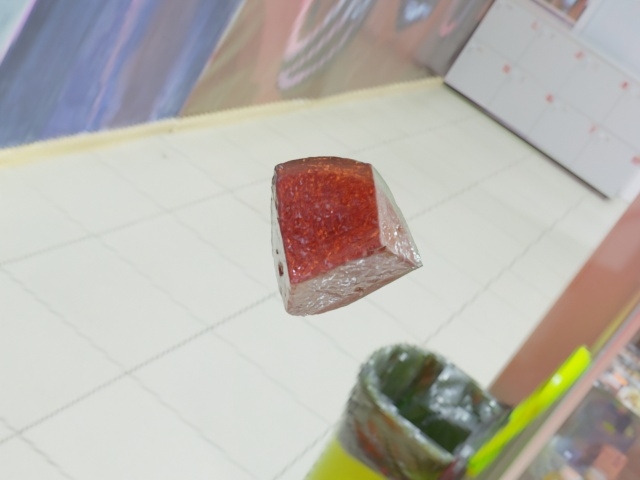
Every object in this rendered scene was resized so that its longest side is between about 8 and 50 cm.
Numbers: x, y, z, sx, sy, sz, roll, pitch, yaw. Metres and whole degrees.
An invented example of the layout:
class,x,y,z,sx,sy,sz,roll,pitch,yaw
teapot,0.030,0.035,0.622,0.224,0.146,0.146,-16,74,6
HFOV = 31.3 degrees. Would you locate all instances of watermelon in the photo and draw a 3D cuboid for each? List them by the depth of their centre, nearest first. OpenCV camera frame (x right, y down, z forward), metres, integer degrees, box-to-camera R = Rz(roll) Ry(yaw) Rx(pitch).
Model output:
class,x,y,z,sx,sy,sz,roll,pitch,yaw
watermelon,0.004,-0.004,0.615,0.092,0.084,0.072,50,15,-6
